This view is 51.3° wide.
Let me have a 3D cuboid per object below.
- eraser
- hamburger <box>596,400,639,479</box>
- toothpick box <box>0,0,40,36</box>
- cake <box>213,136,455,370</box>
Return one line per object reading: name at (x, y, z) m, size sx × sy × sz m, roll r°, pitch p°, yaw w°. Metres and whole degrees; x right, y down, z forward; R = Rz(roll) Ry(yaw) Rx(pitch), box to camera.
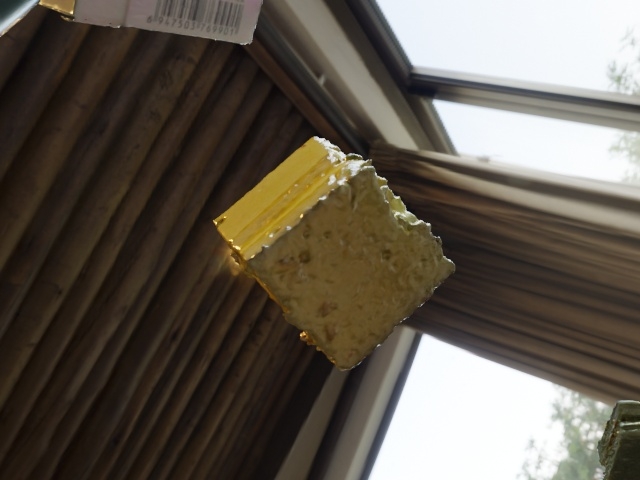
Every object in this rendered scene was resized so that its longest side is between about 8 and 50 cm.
eraser at (-0.227, -0.328, 0.892) m, size 0.287 × 0.130 × 0.086 m, roll -11°, pitch -56°, yaw -50°
hamburger at (0.343, 0.213, 0.693) m, size 0.054 × 0.084 × 0.121 m, roll -75°, pitch -17°, yaw -53°
toothpick box at (-0.378, -0.245, 0.672) m, size 0.184 × 0.120 × 0.120 m, roll -40°, pitch -38°, yaw -10°
cake at (0.000, 0.000, 0.956) m, size 0.227 × 0.286 × 0.222 m, roll -41°, pitch -64°, yaw -7°
